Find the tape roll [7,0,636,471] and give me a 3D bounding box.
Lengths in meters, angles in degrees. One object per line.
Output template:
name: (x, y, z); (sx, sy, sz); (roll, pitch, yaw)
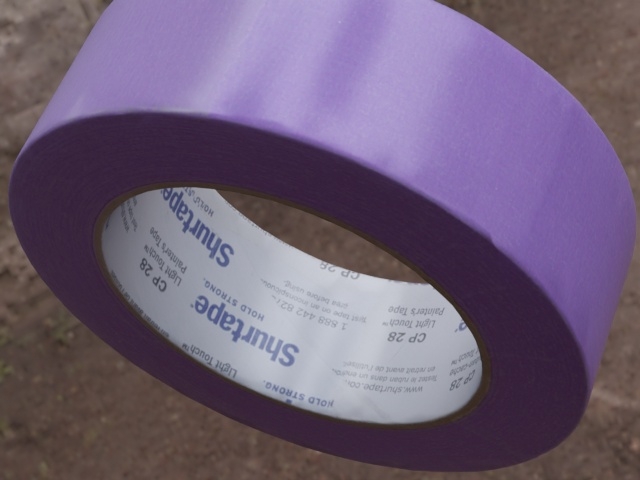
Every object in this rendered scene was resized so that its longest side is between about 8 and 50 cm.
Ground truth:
tape roll: (0.000, 0.000, 0.666); (0.275, 0.275, 0.090); (1, 53, 35)
